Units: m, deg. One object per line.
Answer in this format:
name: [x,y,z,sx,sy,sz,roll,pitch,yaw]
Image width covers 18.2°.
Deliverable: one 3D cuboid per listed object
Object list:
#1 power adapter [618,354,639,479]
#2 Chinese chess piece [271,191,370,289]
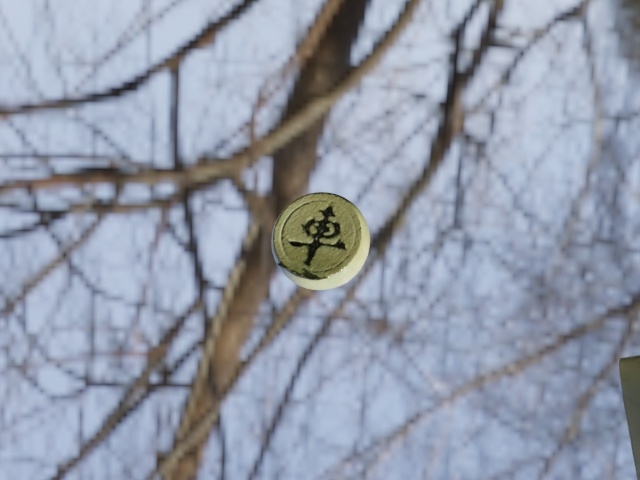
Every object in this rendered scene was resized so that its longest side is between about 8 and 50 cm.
power adapter: [0.306,0.121,1.283,0.205,0.125,0.130,-11,168,11]
Chinese chess piece: [0.000,0.000,1.674,0.084,0.084,0.034,9,163,15]
